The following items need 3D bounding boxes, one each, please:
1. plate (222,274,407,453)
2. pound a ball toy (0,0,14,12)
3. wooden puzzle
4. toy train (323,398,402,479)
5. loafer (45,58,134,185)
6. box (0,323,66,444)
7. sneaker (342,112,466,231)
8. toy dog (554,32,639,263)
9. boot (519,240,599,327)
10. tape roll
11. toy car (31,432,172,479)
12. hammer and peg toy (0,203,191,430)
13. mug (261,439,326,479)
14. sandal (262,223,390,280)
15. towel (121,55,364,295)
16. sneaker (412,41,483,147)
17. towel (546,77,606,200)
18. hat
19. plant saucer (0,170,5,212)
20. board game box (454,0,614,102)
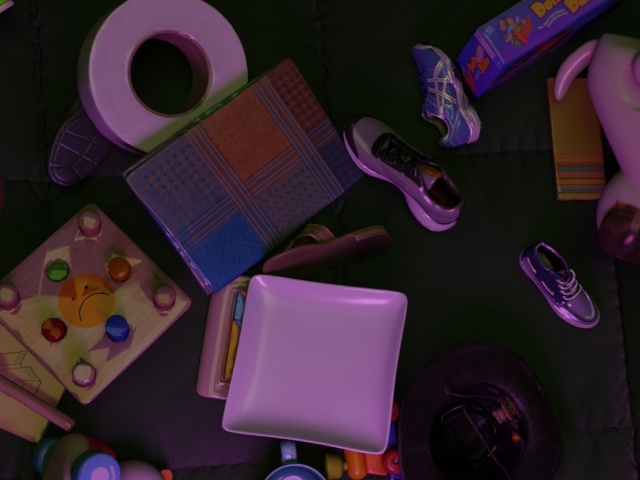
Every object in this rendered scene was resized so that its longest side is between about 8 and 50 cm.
[{"bbox_3d":[-0.006,0.207,1.825,0.277,0.045,0.277,7,72,10],"label":"plate"},{"bbox_3d":[-0.686,-0.346,1.896,0.319,0.136,0.208,-37,111,-11],"label":"pound a ball toy"},{"bbox_3d":[-0.085,0.179,1.895,0.239,0.044,0.220,9,80,-4],"label":"wooden puzzle"},{"bbox_3d":[0.069,0.386,1.842,0.144,0.105,0.247,-6,81,-9],"label":"toy train"},{"bbox_3d":[-0.413,-0.220,1.923,0.096,0.084,0.267,30,81,-32],"label":"loafer"},{"bbox_3d":[-0.537,0.235,1.850,0.201,0.021,0.164,25,79,-2],"label":"box"},{"bbox_3d":[0.157,-0.134,1.932,0.271,0.108,0.100,42,68,-2],"label":"sneaker"},{"bbox_3d":[0.589,-0.156,1.878,0.396,0.284,0.407,5,97,21],"label":"toy dog"},{"bbox_3d":[0.437,0.082,1.945,0.190,0.086,0.069,44,79,3],"label":"boot"},{"bbox_3d":[-0.273,-0.287,1.877,0.286,0.100,0.286,-2,95,-24],"label":"tape roll"},{"bbox_3d":[-0.339,0.436,1.774,0.238,0.219,0.210,18,78,-32],"label":"toy car"},{"bbox_3d":[-0.424,0.145,1.808,0.266,0.127,0.361,43,73,4],"label":"hammer and peg toy"},{"bbox_3d":[-0.041,0.430,1.830,0.130,0.097,0.157,27,78,0],"label":"mug"},{"bbox_3d":[0.000,0.004,1.932,0.240,0.088,0.079,-14,51,-15],"label":"sandal"},{"bbox_3d":[-0.127,-0.113,1.886,0.370,0.040,0.271,-39,110,-18],"label":"towel"},{"bbox_3d":[0.219,-0.267,1.986,0.081,0.080,0.211,-26,83,-13],"label":"sneaker"},{"bbox_3d":[0.481,-0.191,2.033,0.102,0.021,0.237,-1,79,-12],"label":"towel"},{"bbox_3d":[0.245,0.343,1.857,0.332,0.134,0.331,7,72,-23],"label":"hat"},{"bbox_3d":[-0.654,-0.085,1.885,0.199,0.036,0.198,1,81,-6],"label":"plant saucer"},{"bbox_3d":[0.415,-0.398,1.951,0.347,0.233,0.078,-33,86,-11],"label":"board game box"}]
